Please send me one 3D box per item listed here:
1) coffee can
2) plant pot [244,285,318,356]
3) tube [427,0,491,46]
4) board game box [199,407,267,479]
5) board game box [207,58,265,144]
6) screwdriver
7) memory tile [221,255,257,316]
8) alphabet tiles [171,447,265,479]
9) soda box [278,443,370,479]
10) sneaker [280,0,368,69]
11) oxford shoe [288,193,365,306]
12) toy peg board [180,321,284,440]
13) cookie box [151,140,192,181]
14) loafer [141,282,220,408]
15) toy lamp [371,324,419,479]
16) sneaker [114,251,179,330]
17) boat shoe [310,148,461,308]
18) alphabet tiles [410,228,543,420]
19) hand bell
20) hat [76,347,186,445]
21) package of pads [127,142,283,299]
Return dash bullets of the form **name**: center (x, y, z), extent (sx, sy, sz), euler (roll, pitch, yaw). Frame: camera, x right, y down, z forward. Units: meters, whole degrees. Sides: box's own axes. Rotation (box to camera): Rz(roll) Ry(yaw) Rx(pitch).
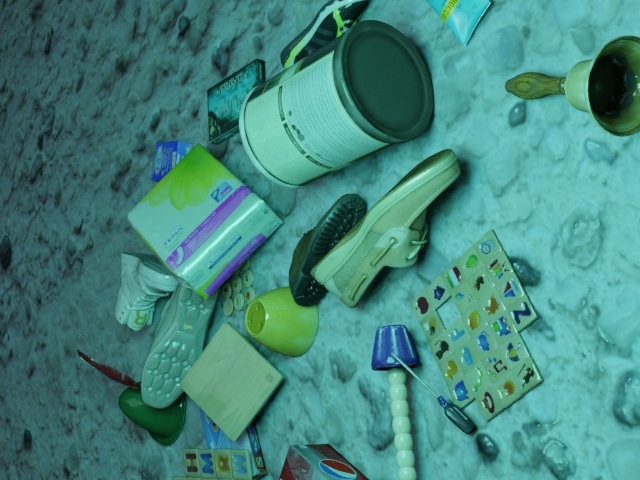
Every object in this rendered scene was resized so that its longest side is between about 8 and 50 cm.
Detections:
- **coffee can**: center (0.021, -0.220, 1.543), extent (0.275, 0.201, 0.201), euler (-20, 68, 48)
- **plant pot**: center (-0.082, 0.145, 1.692), extent (0.134, 0.095, 0.134), euler (-12, 75, 50)
- **tube**: center (0.196, -0.406, 1.490), extent (0.207, 0.052, 0.080), euler (55, 135, 33)
- **board game box**: center (-0.186, 0.358, 1.839), extent (0.145, 0.027, 0.281), euler (-41, 54, 38)
- **board game box**: center (-0.177, -0.289, 1.941), extent (0.186, 0.026, 0.126), euler (-21, 67, 48)
- **screwdriver**: center (0.169, 0.225, 1.386), extent (0.025, 0.024, 0.170), euler (-37, 67, -12)
- **memory tile**: center (-0.171, 0.073, 1.881), extent (0.113, 0.012, 0.148), euler (-29, 62, 45)
- **alphabet tiles**: center (-0.190, 0.548, 1.789), extent (0.342, 0.011, 0.285), euler (-15, 81, 49)
- **soda box**: center (0.043, 0.430, 1.491), extent (0.263, 0.092, 0.083), euler (32, 108, 49)
- **sneaker**: center (0.023, -0.361, 1.687), extent (0.234, 0.084, 0.097), euler (-39, 79, 42)
- **oxford shoe**: center (0.000, 0.000, 1.631), extent (0.227, 0.083, 0.096), euler (-57, 35, 23)
- **toy peg board**: center (-0.156, 0.267, 1.767), extent (0.160, 0.079, 0.161), euler (41, 103, 22)
- **cookie box**: center (-0.341, -0.178, 2.111), extent (0.107, 0.040, 0.092), euler (3, 86, 51)
- **loafer**: center (-0.289, 0.196, 1.928), extent (0.111, 0.112, 0.319), euler (-134, 68, -79)
- **toy lamp**: center (0.123, 0.269, 1.433), extent (0.080, 0.080, 0.275), euler (-19, 70, 48)
- **sneaker**: center (-0.380, 0.126, 2.067), extent (0.292, 0.108, 0.169), euler (13, 95, 61)
- **boat shoe**: center (0.121, -0.015, 1.474), extent (0.110, 0.121, 0.341), euler (46, 130, 1)
- **alphabet tiles**: center (0.238, 0.135, 1.369), extent (0.198, 0.009, 0.237), euler (-47, 51, 35)
- **hand bell**: center (0.334, -0.211, 1.262), extent (0.242, 0.126, 0.126), euler (20, 99, 64)
- **hat**: center (-0.422, 0.354, 2.004), extent (0.208, 0.183, 0.173), euler (24, 103, 50)
- **package of pads**: center (-0.241, -0.039, 1.851), extent (0.229, 0.101, 0.296), euler (-45, 43, -3)
